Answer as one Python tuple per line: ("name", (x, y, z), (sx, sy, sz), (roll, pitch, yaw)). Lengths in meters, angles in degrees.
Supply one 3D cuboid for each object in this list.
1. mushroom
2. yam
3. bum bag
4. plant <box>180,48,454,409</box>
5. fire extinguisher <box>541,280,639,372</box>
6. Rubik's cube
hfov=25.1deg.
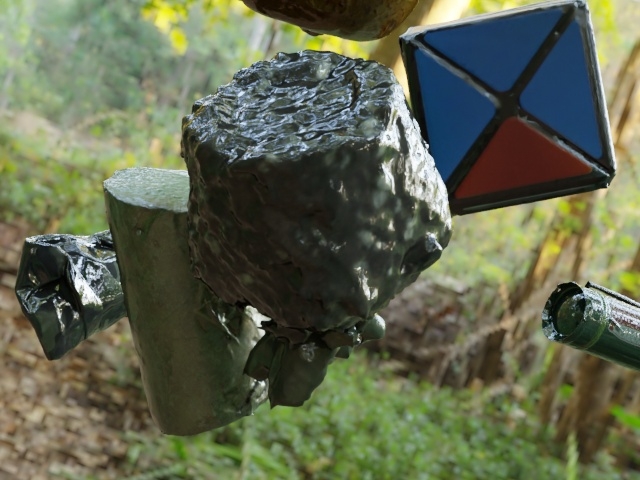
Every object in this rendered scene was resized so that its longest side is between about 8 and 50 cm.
("mushroom", (0.011, -0.307, 1.480), (0.231, 0.194, 0.138), (4, 8, -23))
("yam", (-0.130, 0.055, 1.495), (0.161, 0.268, 0.161), (-7, 16, 2))
("bum bag", (-0.252, 0.048, 1.742), (0.095, 0.144, 0.340), (0, 8, 28))
("plant", (0.000, 0.000, 1.319), (0.213, 0.312, 0.215), (16, 39, 41))
("fire extinguisher", (0.463, 0.143, 2.101), (0.294, 0.093, 0.118), (20, 45, -29))
("Rubik's cube", (0.246, -0.181, 1.918), (0.246, 0.248, 0.250), (-9, 9, 6))
